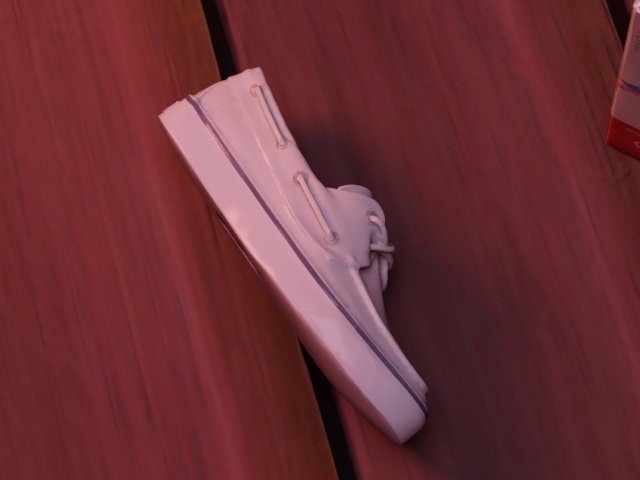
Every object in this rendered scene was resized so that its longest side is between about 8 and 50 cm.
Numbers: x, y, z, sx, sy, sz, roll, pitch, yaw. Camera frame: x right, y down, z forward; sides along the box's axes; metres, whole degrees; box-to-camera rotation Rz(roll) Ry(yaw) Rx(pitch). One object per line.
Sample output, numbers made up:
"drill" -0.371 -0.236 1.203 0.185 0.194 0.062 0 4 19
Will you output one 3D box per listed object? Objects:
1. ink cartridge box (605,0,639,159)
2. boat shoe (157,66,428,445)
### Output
"ink cartridge box" 0.233 -0.131 1.151 0.072 0.175 0.127 27 72 13
"boat shoe" 0.000 0.000 1.151 0.084 0.095 0.258 -33 71 -6
